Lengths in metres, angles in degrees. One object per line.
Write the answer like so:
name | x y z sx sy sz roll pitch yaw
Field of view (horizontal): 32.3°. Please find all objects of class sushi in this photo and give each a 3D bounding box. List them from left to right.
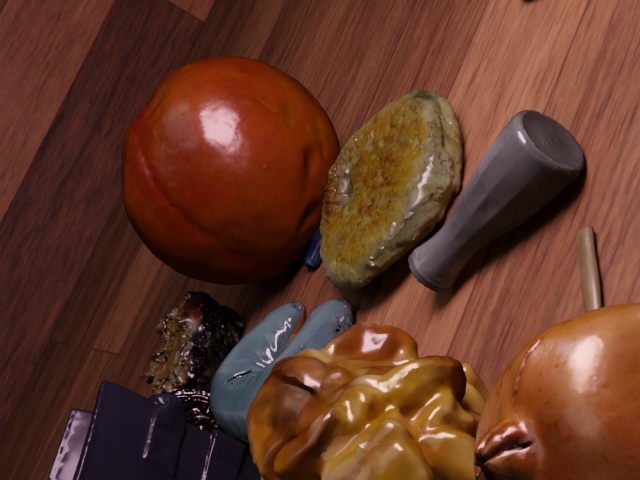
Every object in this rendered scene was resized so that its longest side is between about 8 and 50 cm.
sushi | -0.196 0.183 1.661 0.147 0.115 0.212 -43 28 39

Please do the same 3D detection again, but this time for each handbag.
handbag | -0.135 0.326 1.070 0.122 0.303 0.329 -40 29 39

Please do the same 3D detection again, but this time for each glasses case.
glasses case | 0.000 0.000 1.564 0.083 0.023 0.033 -63 19 -3

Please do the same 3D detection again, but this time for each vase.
vase | 0.172 -0.032 1.135 0.214 0.086 0.086 -51 22 37

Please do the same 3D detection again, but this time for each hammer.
hammer | 0.233 0.063 0.954 0.062 0.013 0.199 -44 27 38

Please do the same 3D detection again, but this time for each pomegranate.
pomegranate | 0.196 0.147 0.691 0.209 0.209 0.209 -49 24 30

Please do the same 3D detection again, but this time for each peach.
peach | -0.146 -0.107 1.647 0.343 0.301 0.343 -47 26 32

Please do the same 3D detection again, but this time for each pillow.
pillow | -0.049 0.157 1.388 0.233 0.086 0.214 -14 41 59

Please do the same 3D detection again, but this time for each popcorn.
popcorn | 0.059 0.227 0.894 0.265 0.225 0.332 142 129 -69

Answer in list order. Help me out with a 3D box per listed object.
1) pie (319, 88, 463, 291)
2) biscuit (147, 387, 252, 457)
pie | 0.086 -0.059 1.384 0.277 0.078 0.277 -45 31 38
biscuit | -0.175 0.268 1.426 0.194 0.194 0.053 -90 5 -52
